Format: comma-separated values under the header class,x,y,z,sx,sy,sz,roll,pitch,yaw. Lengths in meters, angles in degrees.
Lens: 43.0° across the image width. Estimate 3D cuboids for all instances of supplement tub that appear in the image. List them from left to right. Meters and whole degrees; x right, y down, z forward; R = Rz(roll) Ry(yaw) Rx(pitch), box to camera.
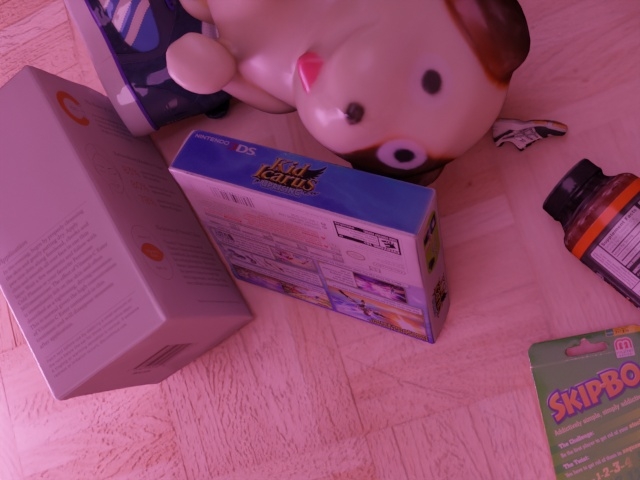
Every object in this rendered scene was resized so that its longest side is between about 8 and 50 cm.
class,x,y,z,sx,sy,sz,roll,pitch,yaw
supplement tub,0.326,0.003,0.831,0.198,0.106,0.106,44,100,19

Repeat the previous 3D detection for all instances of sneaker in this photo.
class,x,y,z,sx,sy,sz,roll,pitch,yaw
sneaker,-0.192,-0.303,1.056,0.236,0.130,0.322,-27,66,1
sneaker,0.236,-0.119,0.919,0.083,0.032,0.036,6,101,26

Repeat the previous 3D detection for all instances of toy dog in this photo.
class,x,y,z,sx,sy,sz,roll,pitch,yaw
toy dog,0.012,-0.232,0.824,0.284,0.396,0.407,-50,59,29

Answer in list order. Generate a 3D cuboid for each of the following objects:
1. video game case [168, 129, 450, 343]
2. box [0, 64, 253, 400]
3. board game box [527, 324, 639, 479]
class,x,y,z,sx,sy,sz,roll,pitch,yaw
video game case,0.000,0.000,0.881,0.270,0.244,0.061,17,64,21
box,-0.269,-0.006,0.983,0.168,0.215,0.345,-35,74,14
board game box,0.307,0.226,0.855,0.124,0.039,0.259,-14,83,18
